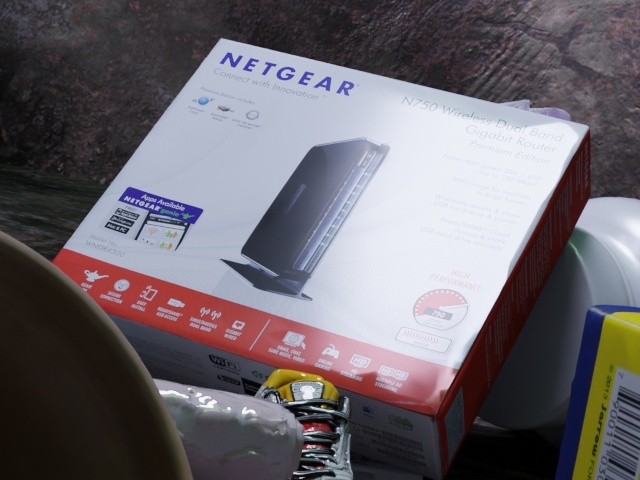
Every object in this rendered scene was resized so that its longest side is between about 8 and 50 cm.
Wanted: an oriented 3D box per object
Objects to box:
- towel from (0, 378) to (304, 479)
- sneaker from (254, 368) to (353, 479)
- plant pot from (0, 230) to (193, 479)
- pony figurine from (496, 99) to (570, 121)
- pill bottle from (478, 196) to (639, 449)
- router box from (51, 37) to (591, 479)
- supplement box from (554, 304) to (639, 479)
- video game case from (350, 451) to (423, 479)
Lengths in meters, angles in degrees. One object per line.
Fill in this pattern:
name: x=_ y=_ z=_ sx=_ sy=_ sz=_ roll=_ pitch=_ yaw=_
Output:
towel: x=-0.205 y=0.095 z=0.903 sx=0.331 sy=0.053 sz=0.317 roll=10 pitch=-14 yaw=-13
sneaker: x=-0.021 y=0.135 z=1.092 sx=0.088 sy=0.093 sz=0.225 roll=10 pitch=7 yaw=-8
plant pot: x=-0.167 y=0.114 z=0.676 sx=0.109 sy=0.237 sz=0.237 roll=-30 pitch=-20 yaw=34
pony figurine: x=0.114 y=0.009 z=1.933 sx=0.351 sy=0.303 sz=0.363 roll=2 pitch=21 yaw=-1
pill bottle: x=0.305 y=0.081 z=1.535 sx=0.407 sy=0.229 sz=0.229 roll=6 pitch=7 yaw=-42
router box: x=0.000 y=0.000 z=1.344 sx=0.335 sy=0.301 sz=0.082 roll=15 pitch=-38 yaw=22
supplement box: x=0.272 y=0.164 z=0.824 sx=0.194 sy=0.195 sz=0.356 roll=8 pitch=5 yaw=-19
video game case: x=-0.011 y=0.153 z=1.300 sx=0.143 sy=0.019 sz=0.157 roll=9 pitch=5 yaw=-13
